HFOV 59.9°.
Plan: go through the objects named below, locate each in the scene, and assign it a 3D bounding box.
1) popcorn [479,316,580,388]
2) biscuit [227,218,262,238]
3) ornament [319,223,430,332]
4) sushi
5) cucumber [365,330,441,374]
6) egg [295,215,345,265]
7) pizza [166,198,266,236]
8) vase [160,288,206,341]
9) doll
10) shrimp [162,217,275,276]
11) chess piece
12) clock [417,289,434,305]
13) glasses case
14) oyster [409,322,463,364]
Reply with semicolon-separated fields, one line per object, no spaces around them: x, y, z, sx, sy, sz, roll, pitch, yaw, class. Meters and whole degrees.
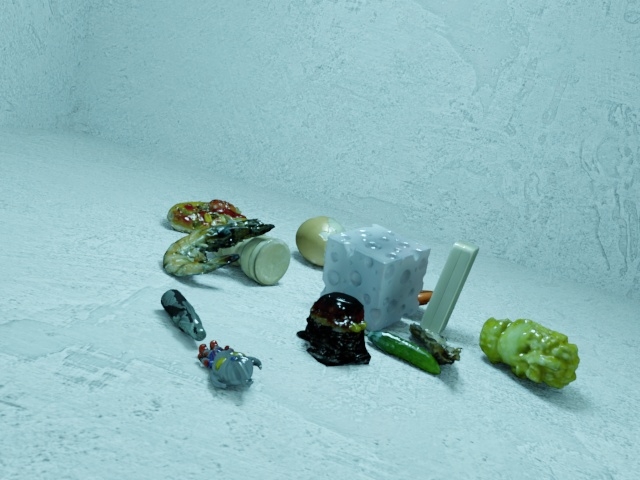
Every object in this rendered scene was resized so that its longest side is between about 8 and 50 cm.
0.641;0.337;1.676;0.225;0.174;0.285;26;-6;-37;popcorn
-0.271;-0.014;2.043;0.188;0.040;0.265;31;-19;11;biscuit
0.170;0.111;1.774;0.239;0.240;0.239;-14;30;-43;ornament
0.040;0.216;1.451;0.153;0.151;0.172;6;16;-37;sushi
0.223;0.300;1.544;0.250;0.056;0.056;22;14;23;cucumber
0.000;0.000;2.229;0.201;0.201;0.244;5;5;-41;egg
-0.386;-0.088;2.284;0.405;0.130;0.440;16;13;11;pizza
-0.326;0.183;1.337;0.059;0.060;0.211;7;15;-36;vase
-0.194;0.261;1.172;0.104;0.062;0.194;7;9;-39;doll
-0.309;0.026;1.718;0.364;0.071;0.233;-15;35;-7;shrimp
-0.259;0.031;1.890;0.299;0.167;0.167;21;13;39;chess piece
0.314;0.206;1.976;0.205;0.052;0.205;-2;0;0;clock
0.425;0.154;1.830;0.070;0.313;0.131;25;15;21;glasses case
0.330;0.300;1.601;0.128;0.079;0.345;33;1;-5;oyster
